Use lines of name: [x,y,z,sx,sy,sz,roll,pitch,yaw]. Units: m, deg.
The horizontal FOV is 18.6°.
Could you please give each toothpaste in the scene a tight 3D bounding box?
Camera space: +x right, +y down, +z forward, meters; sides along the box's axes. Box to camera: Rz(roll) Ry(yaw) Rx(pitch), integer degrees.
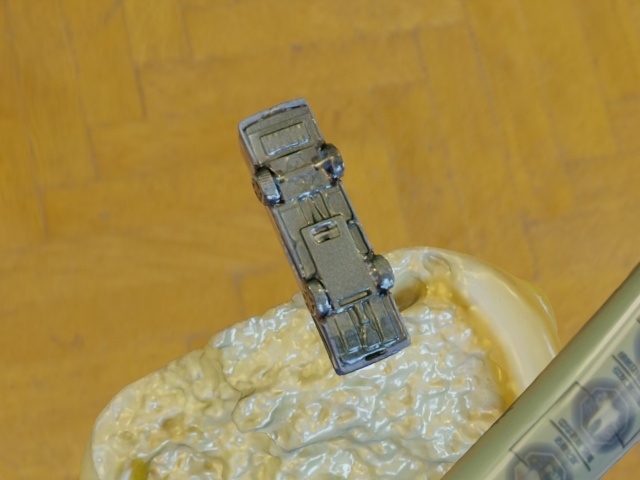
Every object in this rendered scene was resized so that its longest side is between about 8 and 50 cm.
toothpaste: [0.100,0.063,0.736,0.239,0.039,0.062,-43,99,-17]

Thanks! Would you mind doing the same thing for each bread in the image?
bread: [0.003,0.154,1.663,0.424,0.245,0.329,-27,116,9]

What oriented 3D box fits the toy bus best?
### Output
toy bus: [0.000,0.000,1.094,0.051,0.061,0.153,-22,79,-11]
